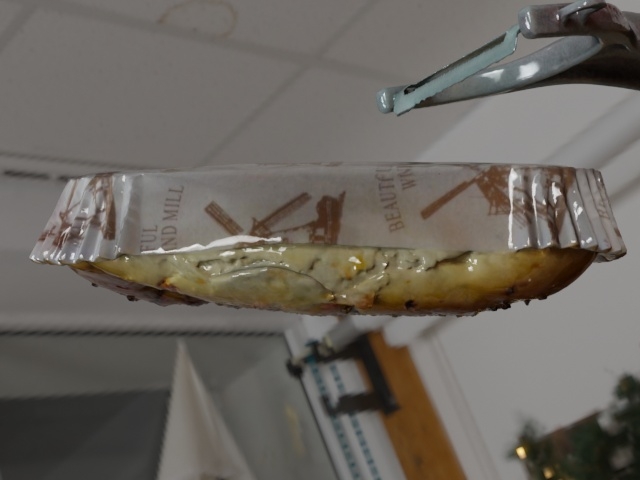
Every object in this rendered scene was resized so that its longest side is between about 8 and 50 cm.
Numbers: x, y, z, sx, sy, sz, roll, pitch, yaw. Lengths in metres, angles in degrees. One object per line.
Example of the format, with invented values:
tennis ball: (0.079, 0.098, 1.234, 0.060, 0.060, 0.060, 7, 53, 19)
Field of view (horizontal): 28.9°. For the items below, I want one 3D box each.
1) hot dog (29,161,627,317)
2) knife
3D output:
hot dog: (0.000, 0.000, 0.409, 0.192, 0.053, 0.099, -2, -2, 0)
knife: (0.174, -0.072, 0.552, 0.278, 0.053, 0.123, 5, -9, -28)
